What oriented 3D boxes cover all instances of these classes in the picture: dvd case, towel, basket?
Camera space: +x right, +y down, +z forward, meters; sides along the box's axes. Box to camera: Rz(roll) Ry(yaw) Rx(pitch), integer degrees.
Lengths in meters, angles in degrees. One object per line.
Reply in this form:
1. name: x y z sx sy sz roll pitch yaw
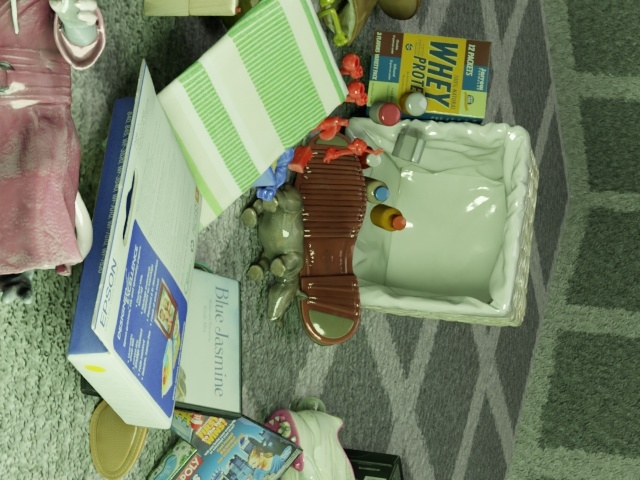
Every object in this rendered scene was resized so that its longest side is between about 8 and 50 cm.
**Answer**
1. dvd case: -0.186 0.112 1.659 0.253 0.022 0.180 19 63 -48
2. towel: -0.112 -0.157 1.731 0.325 0.038 0.248 -44 146 -13
3. basket: 0.212 -0.026 2.430 0.266 0.331 0.328 28 68 -70

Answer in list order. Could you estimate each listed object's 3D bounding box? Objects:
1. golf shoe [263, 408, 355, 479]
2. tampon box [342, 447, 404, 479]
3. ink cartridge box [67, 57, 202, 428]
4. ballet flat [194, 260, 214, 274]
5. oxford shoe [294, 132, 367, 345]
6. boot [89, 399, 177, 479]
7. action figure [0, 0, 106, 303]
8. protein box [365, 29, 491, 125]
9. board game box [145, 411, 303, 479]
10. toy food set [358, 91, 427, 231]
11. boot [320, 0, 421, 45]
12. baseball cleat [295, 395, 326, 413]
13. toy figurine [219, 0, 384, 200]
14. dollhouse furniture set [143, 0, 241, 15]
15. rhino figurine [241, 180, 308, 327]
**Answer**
1. golf shoe: 0.009 0.404 2.122 0.140 0.115 0.306 -2 76 -41
2. tampon box: 0.083 0.470 2.469 0.101 0.120 0.161 -60 147 -51
3. ink cartridge box: -0.203 0.012 1.485 0.307 0.072 0.304 69 25 -62
4. ballet flat: -0.161 0.119 1.841 0.087 0.083 0.247 -99 180 -59
5. oxford shoe: 0.000 0.000 2.227 0.130 0.123 0.348 135 -40 -74
6. boot: -0.213 0.204 1.705 0.152 0.072 0.197 44 56 -68
7. action figure: -0.263 -0.136 1.258 0.275 0.248 0.370 -7 103 -70
8. protein box: 0.185 -0.270 2.416 0.200 0.201 0.136 79 17 -84
9. board game box: -0.148 0.288 1.821 0.194 0.060 0.194 -49 125 -14
10. toy food set: 0.117 -0.136 2.255 0.232 0.111 0.104 -71 -161 3
11. boot: 0.084 -0.420 2.374 0.269 0.089 0.236 -62 145 -43
12. baseball cleat: -0.019 0.361 2.251 0.109 0.072 0.206 63 40 -65
13. toy figurine: -0.066 -0.174 1.880 0.363 0.191 0.217 71 35 -44
14. dollhouse furniture set: -0.141 -0.380 1.703 0.129 0.128 0.184 -43 134 -61
15. rhino figurine: -0.060 0.023 2.076 0.106 0.073 0.243 -45 136 -56
